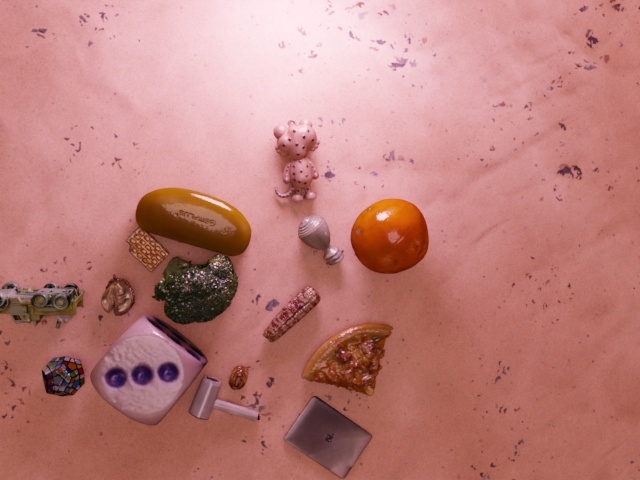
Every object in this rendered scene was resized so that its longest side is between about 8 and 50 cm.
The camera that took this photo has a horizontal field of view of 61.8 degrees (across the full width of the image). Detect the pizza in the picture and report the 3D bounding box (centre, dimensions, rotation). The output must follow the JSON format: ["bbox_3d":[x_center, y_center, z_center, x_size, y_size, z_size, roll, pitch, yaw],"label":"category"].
[{"bbox_3d":[0.093,0.389,1.851,0.269,0.087,0.257,16,86,-7],"label":"pizza"}]

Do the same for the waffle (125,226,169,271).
[{"bbox_3d":[-0.577,0.028,1.764,0.135,0.021,0.092,44,84,-7],"label":"waffle"}]

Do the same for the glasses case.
[{"bbox_3d":[-0.402,-0.070,1.731,0.372,0.141,0.173,17,88,-9],"label":"glasses case"}]

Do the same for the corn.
[{"bbox_3d":[-0.097,0.253,1.818,0.079,0.079,0.237,45,85,-7],"label":"corn"}]

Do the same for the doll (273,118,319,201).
[{"bbox_3d":[-0.080,-0.269,1.801,0.154,0.119,0.277,-1,101,-8],"label":"doll"}]

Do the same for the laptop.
[{"bbox_3d":[0.029,0.691,1.875,0.269,0.015,0.187,36,85,-8],"label":"laptop"}]

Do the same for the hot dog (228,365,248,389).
[{"bbox_3d":[-0.279,0.467,1.812,0.058,0.035,0.083,21,88,-12],"label":"hot dog"}]

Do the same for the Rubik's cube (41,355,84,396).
[{"bbox_3d":[-0.812,0.429,1.688,0.112,0.133,0.133,25,87,19],"label":"Rubik's cube"}]

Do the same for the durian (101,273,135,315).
[{"bbox_3d":[-0.652,0.169,1.730,0.111,0.071,0.140,-2,105,-4],"label":"durian"}]

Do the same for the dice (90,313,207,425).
[{"bbox_3d":[-0.530,0.400,1.672,0.259,0.243,0.251,40,85,-5],"label":"dice"}]

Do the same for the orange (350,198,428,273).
[{"bbox_3d":[0.228,-0.017,1.775,0.261,0.261,0.260,0,91,-9],"label":"orange"}]

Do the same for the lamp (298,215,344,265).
[{"bbox_3d":[0.000,0.000,1.822,0.106,0.106,0.193,-39,106,-7],"label":"lamp"}]

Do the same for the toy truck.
[{"bbox_3d":[-0.890,0.208,1.670,0.260,0.128,0.135,6,104,-9],"label":"toy truck"}]

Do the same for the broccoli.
[{"bbox_3d":[-0.394,0.148,1.713,0.242,0.261,0.269,30,81,30],"label":"broccoli"}]

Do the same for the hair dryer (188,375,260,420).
[{"bbox_3d":[-0.307,0.553,1.795,0.237,0.073,0.131,23,86,-11],"label":"hair dryer"}]
